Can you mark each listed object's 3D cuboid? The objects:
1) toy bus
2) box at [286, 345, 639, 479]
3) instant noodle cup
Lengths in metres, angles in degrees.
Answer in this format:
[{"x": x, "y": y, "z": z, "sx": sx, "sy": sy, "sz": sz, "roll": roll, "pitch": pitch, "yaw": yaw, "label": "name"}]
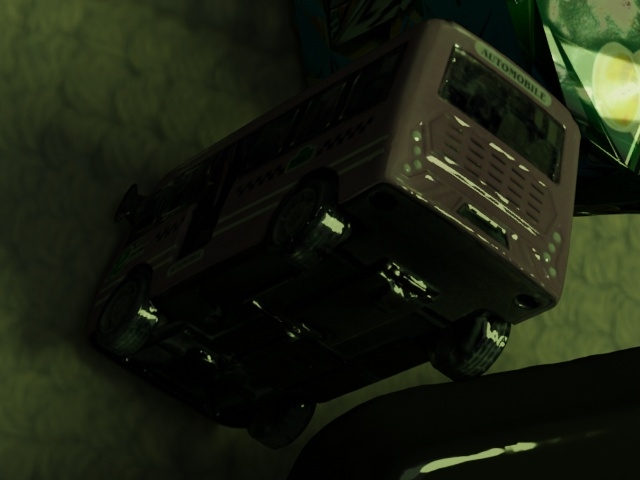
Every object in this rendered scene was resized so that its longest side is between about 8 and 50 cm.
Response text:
[{"x": 0.000, "y": 0.000, "z": 0.702, "sx": 0.096, "sy": 0.199, "sz": 0.108, "roll": 34, "pitch": 54, "yaw": -25, "label": "toy bus"}, {"x": 0.085, "y": 0.172, "z": 0.728, "sx": 0.289, "sy": 0.073, "sz": 0.290, "roll": -7, "pitch": 124, "yaw": -33, "label": "box"}, {"x": 0.108, "y": -0.108, "z": 0.803, "sx": 0.240, "sy": 0.178, "sz": 0.240, "roll": 6, "pitch": 79, "yaw": -34, "label": "instant noodle cup"}]
